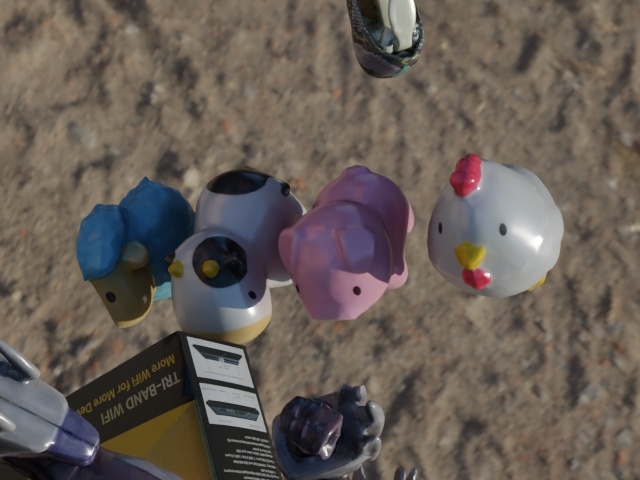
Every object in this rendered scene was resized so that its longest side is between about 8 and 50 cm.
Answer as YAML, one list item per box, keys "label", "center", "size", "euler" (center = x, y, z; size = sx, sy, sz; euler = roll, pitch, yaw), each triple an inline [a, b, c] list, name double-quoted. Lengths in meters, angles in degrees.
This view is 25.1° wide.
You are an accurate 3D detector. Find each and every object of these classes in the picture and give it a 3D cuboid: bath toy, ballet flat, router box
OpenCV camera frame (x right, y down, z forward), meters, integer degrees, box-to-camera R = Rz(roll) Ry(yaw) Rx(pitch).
- label: "bath toy"
  center: [0.000, 0.000, 1.063]
  size: [0.129, 0.348, 0.151]
  euler: [49, 42, -56]
- label: "ballet flat"
  center: [0.027, -0.135, 0.690]
  size: [0.041, 0.041, 0.114]
  euler: [-25, 105, -44]
- label: "router box"
  center: [-0.159, 0.241, 1.034]
  size: [0.081, 0.309, 0.243]
  euler: [19, 46, -52]

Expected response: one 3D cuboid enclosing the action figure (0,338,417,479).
- label: "action figure"
  center: [-0.051, 0.124, 0.513]
  size: [0.285, 0.099, 0.185]
  euler: [31, 54, -29]
